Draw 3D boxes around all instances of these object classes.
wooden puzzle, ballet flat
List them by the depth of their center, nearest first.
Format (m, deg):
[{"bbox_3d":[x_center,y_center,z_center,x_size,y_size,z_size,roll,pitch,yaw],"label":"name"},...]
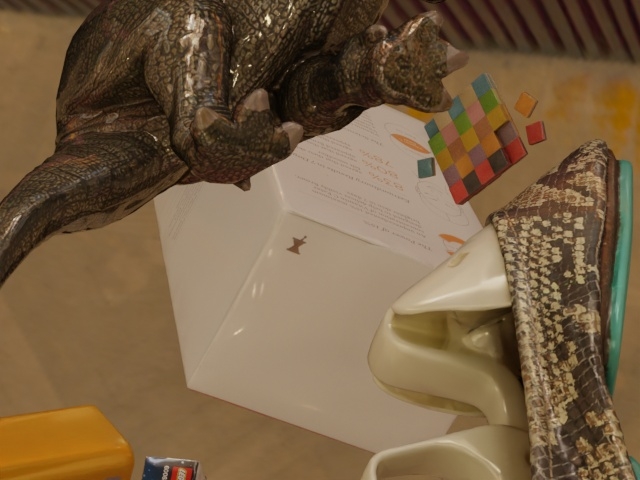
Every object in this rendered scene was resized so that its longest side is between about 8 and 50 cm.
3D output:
[{"bbox_3d":[0.078,-0.052,0.802,0.083,0.006,0.049,-40,62,37],"label":"wooden puzzle"},{"bbox_3d":[0.112,0.119,0.899,0.182,0.164,0.483,1,49,0],"label":"ballet flat"}]

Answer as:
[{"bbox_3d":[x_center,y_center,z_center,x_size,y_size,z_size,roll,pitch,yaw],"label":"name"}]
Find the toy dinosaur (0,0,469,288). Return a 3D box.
[{"bbox_3d":[-0.021,-0.077,0.519,0.160,0.121,0.313,5,69,60],"label":"toy dinosaur"}]

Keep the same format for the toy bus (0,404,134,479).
[{"bbox_3d":[-0.351,0.252,1.520,0.108,0.333,0.130,42,122,38],"label":"toy bus"}]

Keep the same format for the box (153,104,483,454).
[{"bbox_3d":[0.000,0.000,1.320,0.215,0.345,0.168,22,112,-20],"label":"box"}]

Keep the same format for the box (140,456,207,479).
[{"bbox_3d":[-0.120,0.302,1.192,0.044,0.159,0.233,4,60,9],"label":"box"}]
